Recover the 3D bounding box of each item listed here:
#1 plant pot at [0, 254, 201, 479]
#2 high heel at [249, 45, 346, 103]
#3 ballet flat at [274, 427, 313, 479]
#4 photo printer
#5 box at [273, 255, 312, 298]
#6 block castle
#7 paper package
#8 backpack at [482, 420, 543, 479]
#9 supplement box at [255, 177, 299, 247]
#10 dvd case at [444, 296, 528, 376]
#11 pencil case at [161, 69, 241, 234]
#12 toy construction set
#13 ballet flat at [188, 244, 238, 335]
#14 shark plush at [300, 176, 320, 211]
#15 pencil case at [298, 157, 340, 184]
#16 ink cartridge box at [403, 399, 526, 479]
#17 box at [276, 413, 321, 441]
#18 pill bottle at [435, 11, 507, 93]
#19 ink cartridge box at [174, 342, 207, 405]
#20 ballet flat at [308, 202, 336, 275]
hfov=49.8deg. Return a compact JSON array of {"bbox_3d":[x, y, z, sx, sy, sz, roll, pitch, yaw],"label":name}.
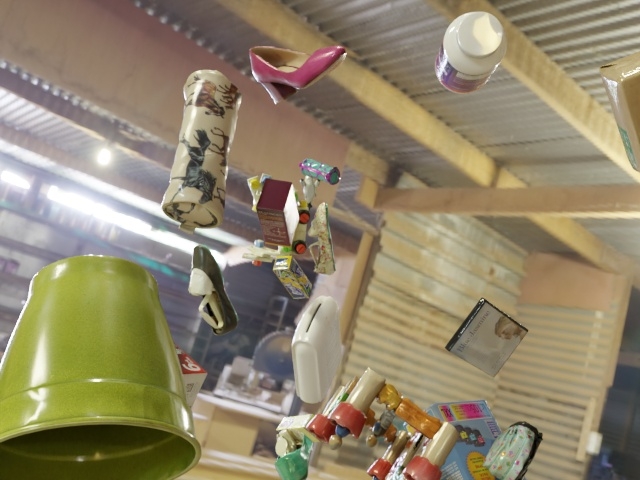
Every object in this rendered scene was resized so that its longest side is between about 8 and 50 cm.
[{"bbox_3d":[-0.408,0.229,1.236,0.366,0.353,0.366,-7,-34,-5],"label":"plant pot"},{"bbox_3d":[-0.079,-0.515,1.942,0.377,0.127,0.181,-15,-69,52],"label":"high heel"},{"bbox_3d":[-0.065,0.480,1.591,0.083,0.087,0.247,-28,2,0],"label":"ballet flat"},{"bbox_3d":[-0.010,0.359,2.347,0.107,0.256,0.307,9,-52,17],"label":"photo printer"},{"bbox_3d":[-0.088,0.119,2.200,0.059,0.054,0.169,-5,-40,24],"label":"box"},{"bbox_3d":[0.136,0.515,1.757,0.303,0.213,0.453,35,-20,3],"label":"block castle"},{"bbox_3d":[0.907,-0.339,1.726,0.309,0.168,0.325,-22,-67,17],"label":"paper package"},{"bbox_3d":[0.535,0.604,1.939,0.115,0.152,0.182,28,32,20],"label":"backpack"},{"bbox_3d":[-0.118,-0.075,1.940,0.081,0.104,0.188,9,-31,11],"label":"supplement box"},{"bbox_3d":[0.487,0.285,2.002,0.253,0.180,0.022,32,5,-37],"label":"dvd case"},{"bbox_3d":[-0.311,-0.232,1.823,0.160,0.410,0.183,9,-20,-9],"label":"pencil case"},{"bbox_3d":[-0.150,-0.050,2.240,0.215,0.328,0.151,4,28,-16],"label":"toy construction set"},{"bbox_3d":[-0.314,0.152,1.966,0.095,0.096,0.280,-3,-63,40],"label":"ballet flat"},{"bbox_3d":[-0.035,-0.182,2.601,0.073,0.161,0.067,-11,23,-7],"label":"shark plush"},{"bbox_3d":[-0.001,-0.242,2.417,0.151,0.064,0.070,23,14,41],"label":"pencil case"},{"bbox_3d":[0.456,0.687,2.051,0.270,0.395,0.151,7,-42,-41],"label":"ink cartridge box"},{"bbox_3d":[-0.064,0.659,2.407,0.087,0.058,0.232,41,-32,-10],"label":"box"},{"bbox_3d":[0.446,-0.561,2.052,0.181,0.181,0.323,15,-2,4],"label":"pill bottle"},{"bbox_3d":[-0.560,0.386,2.146,0.309,0.130,0.272,32,12,34],"label":"ink cartridge box"},{"bbox_3d":[0.000,0.000,2.225,0.077,0.241,0.091,-8,9,-4],"label":"ballet flat"}]
